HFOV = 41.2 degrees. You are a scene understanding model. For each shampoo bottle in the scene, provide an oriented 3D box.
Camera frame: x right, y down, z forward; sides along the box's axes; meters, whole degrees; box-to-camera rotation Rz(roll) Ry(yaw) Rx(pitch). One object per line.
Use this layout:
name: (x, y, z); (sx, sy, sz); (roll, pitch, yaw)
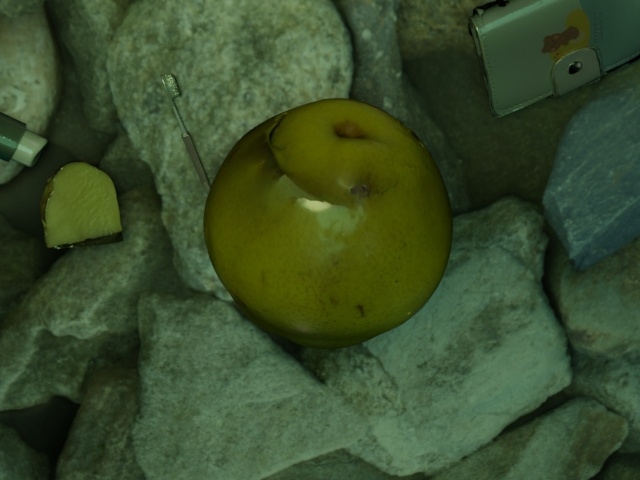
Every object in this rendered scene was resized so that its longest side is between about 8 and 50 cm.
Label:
shampoo bottle: (-0.398, -0.135, 0.932); (0.192, 0.074, 0.074); (27, 106, -22)

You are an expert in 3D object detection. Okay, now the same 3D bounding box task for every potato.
potato: (-0.287, -0.048, 1.004); (0.096, 0.066, 0.103); (-6, 109, -36)

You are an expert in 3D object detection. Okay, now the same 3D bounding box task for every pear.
pear: (0.008, 0.004, 0.978); (0.285, 0.285, 0.336); (-11, 119, -7)

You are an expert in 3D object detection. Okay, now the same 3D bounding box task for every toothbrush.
toothbrush: (-0.154, -0.111, 1.030); (0.017, 0.014, 0.194); (-18, 117, -4)

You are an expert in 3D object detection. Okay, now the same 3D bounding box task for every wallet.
wallet: (0.296, -0.254, 1.033); (0.231, 0.069, 0.170); (-23, 135, 3)
